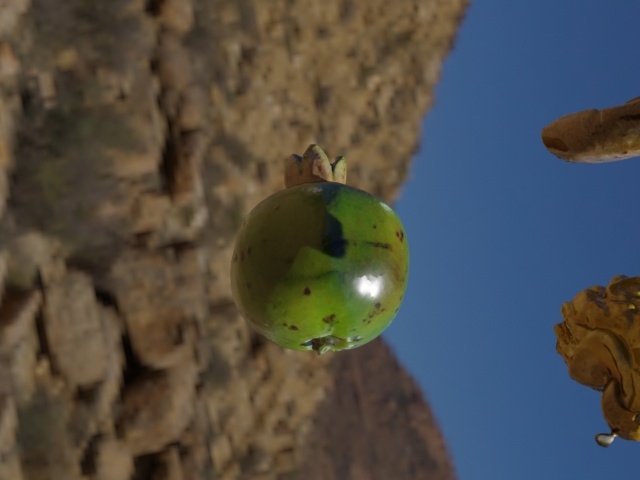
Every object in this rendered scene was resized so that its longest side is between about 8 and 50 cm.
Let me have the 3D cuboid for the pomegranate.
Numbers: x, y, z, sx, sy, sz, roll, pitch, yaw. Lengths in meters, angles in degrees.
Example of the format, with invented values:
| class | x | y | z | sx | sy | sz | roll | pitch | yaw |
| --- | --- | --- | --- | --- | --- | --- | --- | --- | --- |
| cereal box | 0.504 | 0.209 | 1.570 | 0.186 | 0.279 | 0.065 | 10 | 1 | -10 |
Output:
| class | x | y | z | sx | sy | sz | roll | pitch | yaw |
| --- | --- | --- | --- | --- | --- | --- | --- | --- | --- |
| pomegranate | 0.000 | 0.000 | 2.347 | 0.236 | 0.236 | 0.302 | 87 | 3 | -54 |

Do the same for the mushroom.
| class | x | y | z | sx | sy | sz | roll | pitch | yaw |
| --- | --- | --- | --- | --- | --- | --- | --- | --- | --- |
| mushroom | 0.340 | -0.127 | 2.002 | 0.094 | 0.210 | 0.072 | -12 | 82 | -75 |

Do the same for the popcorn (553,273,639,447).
| class | x | y | z | sx | sy | sz | roll | pitch | yaw |
| --- | --- | --- | --- | --- | --- | --- | --- | --- | --- |
| popcorn | 0.354 | 0.127 | 2.013 | 0.194 | 0.163 | 0.140 | -117 | -143 | -43 |
